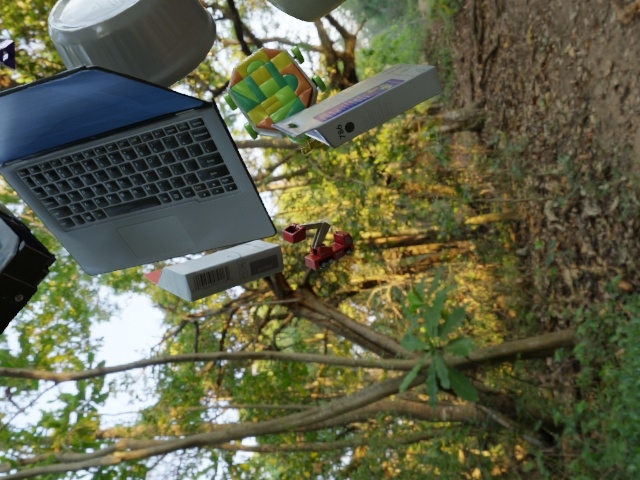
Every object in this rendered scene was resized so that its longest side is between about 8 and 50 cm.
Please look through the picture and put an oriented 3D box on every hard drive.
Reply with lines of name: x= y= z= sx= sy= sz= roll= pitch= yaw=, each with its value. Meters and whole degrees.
hard drive: x=-0.527 y=0.106 z=0.679 sx=0.338 sy=0.237 sz=0.064 roll=-54 pitch=-38 yaw=-10

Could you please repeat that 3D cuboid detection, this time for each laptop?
laptop: x=-0.319 y=-0.049 z=0.706 sx=0.236 sy=0.383 sz=0.407 roll=-86 pitch=-21 yaw=-49

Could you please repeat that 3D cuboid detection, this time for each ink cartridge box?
ink cartridge box: x=-0.345 y=0.065 z=1.558 sx=0.308 sy=0.385 sz=0.091 roll=-19 pitch=-71 yaw=-35
ink cartridge box: x=0.073 y=-0.278 z=1.068 sx=0.165 sy=0.333 sz=0.065 roll=46 pitch=161 yaw=60

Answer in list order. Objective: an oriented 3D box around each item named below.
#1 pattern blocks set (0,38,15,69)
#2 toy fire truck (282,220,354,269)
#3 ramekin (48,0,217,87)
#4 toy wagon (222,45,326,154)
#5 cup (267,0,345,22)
pattern blocks set: x=-0.526 y=-0.215 z=0.627 sx=0.324 sy=0.026 sz=0.285 roll=-55 pitch=-20 yaw=-47
toy fire truck: x=0.000 y=0.000 z=1.296 sx=0.192 sy=0.047 sz=0.135 roll=-25 pitch=-60 yaw=-31
ramekin: x=-0.327 y=-0.364 z=0.859 sx=0.127 sy=0.273 sz=0.272 roll=64 pitch=-155 yaw=-50
toy wagon: x=-0.116 y=-0.407 z=1.479 sx=0.344 sy=0.267 sz=0.068 roll=55 pitch=-179 yaw=15
cup: x=-0.031 y=-0.691 z=1.247 sx=0.236 sy=0.331 sz=0.331 roll=-55 pitch=10 yaw=33
